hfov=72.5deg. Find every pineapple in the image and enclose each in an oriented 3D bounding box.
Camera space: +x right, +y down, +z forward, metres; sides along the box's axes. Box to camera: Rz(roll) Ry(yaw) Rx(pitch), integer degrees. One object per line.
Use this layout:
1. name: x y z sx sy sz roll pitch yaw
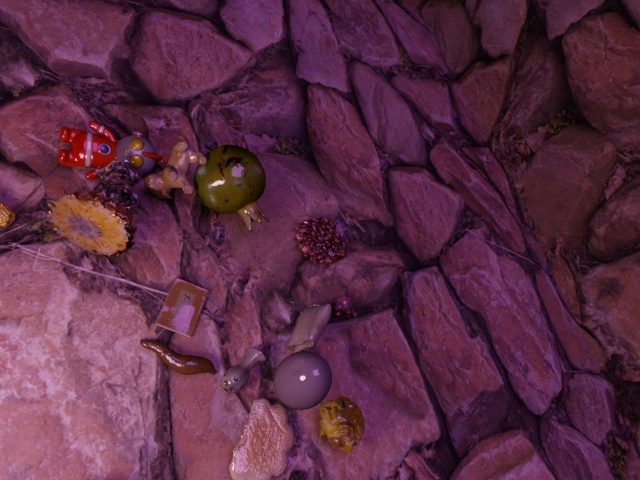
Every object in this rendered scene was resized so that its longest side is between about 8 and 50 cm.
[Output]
1. pineapple: -0.654 -0.128 1.361 0.262 0.262 0.272 26 41 -17

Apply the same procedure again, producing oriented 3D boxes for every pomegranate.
1. pomegranate: -0.310 -0.192 1.589 0.260 0.260 0.341 -34 87 -40

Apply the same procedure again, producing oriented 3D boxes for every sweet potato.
1. sweet potato: -0.425 0.358 1.308 0.249 0.059 0.069 25 33 -14

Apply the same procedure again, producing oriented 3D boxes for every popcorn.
1. popcorn: 0.067 0.588 1.423 0.173 0.142 0.174 17 58 -30

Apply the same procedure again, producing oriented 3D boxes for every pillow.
1. pillow: -0.038 0.306 1.536 0.078 0.134 0.181 45 49 -18

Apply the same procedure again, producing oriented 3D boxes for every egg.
1. egg: -0.054 0.439 1.378 0.176 0.232 0.176 11 60 -20

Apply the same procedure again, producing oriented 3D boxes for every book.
1. book: -0.442 0.214 1.408 0.118 0.012 0.172 27 53 -17

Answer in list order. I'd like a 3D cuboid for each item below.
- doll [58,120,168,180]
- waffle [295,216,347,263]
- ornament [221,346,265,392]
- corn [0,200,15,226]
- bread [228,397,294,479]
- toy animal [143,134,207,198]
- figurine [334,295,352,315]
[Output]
1. doll: -0.694 -0.295 1.484 0.336 0.105 0.200 5 82 -29
2. waffle: 0.000 0.000 1.788 0.234 0.055 0.221 -13 70 -42
3. ornament: -0.247 0.414 1.378 0.074 0.081 0.156 20 42 21
4. corn: -0.965 -0.117 1.237 0.206 0.067 0.067 38 50 -7
5. bread: -0.164 0.617 1.331 0.181 0.039 0.251 31 51 -13
6. toy animal: -0.500 -0.240 1.493 0.121 0.233 0.168 29 4 -46
7. figurine: 0.085 0.248 1.684 0.067 0.071 0.083 26 26 39
